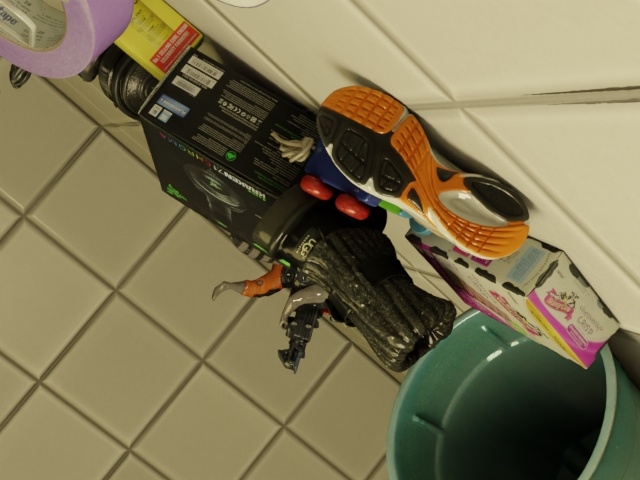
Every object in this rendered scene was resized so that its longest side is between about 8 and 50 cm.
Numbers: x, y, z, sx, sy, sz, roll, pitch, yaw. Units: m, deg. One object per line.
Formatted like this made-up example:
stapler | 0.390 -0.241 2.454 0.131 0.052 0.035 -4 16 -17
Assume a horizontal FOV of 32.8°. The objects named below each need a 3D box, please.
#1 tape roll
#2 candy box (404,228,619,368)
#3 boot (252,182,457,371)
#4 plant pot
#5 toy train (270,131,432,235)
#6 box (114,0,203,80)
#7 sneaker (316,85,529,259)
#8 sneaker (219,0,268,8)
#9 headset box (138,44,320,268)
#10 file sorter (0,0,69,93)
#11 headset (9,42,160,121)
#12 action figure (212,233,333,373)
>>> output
tape roll | -0.380 -0.348 1.413 0.275 0.090 0.275 24 144 19
candy box | 0.229 0.049 1.322 0.159 0.071 0.233 45 170 -35
boot | 0.074 0.043 1.448 0.260 0.131 0.348 39 -161 13
plant pot | 0.324 0.290 1.447 0.334 0.341 0.341 34 177 -36
toy train | 0.050 -0.084 1.357 0.143 0.105 0.248 27 -177 -34
box | -0.278 -0.324 1.515 0.232 0.087 0.058 41 172 -5
sneaker | 0.104 -0.064 1.186 0.262 0.099 0.121 39 177 7
sneaker | -0.111 -0.282 0.957 0.282 0.102 0.161 48 180 22
headset box | -0.112 -0.108 1.567 0.246 0.131 0.283 31 162 10
file sorter | -0.323 -0.311 1.109 0.173 0.277 0.193 37 173 -13
headset | -0.348 -0.275 1.759 0.243 0.185 0.394 36 -177 18
action figure | -0.064 0.107 2.388 0.330 0.341 0.178 15 136 -8
